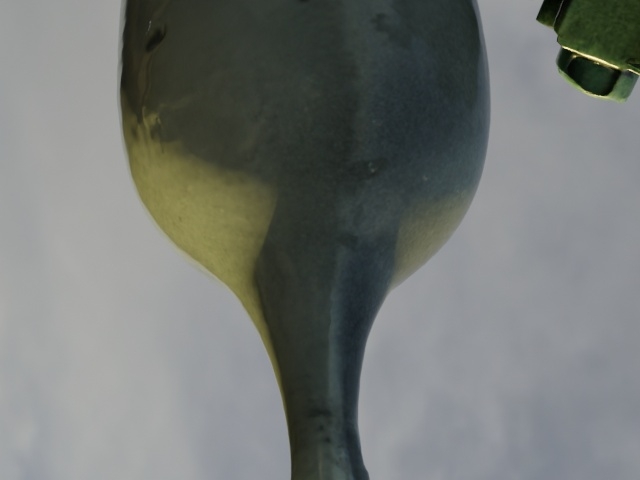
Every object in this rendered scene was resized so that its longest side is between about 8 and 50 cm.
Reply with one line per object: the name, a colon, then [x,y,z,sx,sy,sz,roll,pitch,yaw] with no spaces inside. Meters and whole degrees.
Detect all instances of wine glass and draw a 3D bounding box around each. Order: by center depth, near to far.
wine glass: [0.000,0.000,0.638,0.143,0.143,0.321,-44,-139,49]

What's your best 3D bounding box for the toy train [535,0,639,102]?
toy train: [0.134,-0.147,0.657,0.200,0.083,0.132,-66,171,25]
